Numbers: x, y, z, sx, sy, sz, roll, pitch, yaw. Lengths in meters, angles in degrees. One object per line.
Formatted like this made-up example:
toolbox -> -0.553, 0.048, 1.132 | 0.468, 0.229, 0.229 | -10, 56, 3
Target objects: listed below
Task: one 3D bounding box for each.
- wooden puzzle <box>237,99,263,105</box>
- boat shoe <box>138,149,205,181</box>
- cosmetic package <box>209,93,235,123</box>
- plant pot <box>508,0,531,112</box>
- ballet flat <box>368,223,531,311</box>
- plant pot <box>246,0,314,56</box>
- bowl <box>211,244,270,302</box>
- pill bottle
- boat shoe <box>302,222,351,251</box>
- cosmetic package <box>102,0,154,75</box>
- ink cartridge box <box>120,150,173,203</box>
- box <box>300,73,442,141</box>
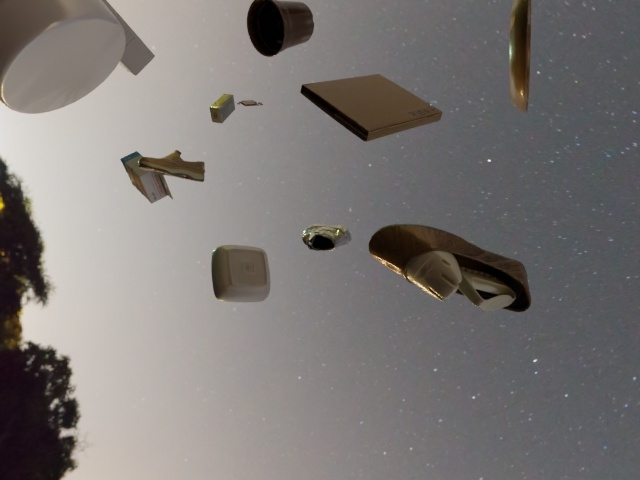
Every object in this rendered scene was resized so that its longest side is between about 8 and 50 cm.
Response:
wooden puzzle -> -0.231, -0.446, 1.387 | 0.049, 0.083, 0.006 | 41, -45, 43
boat shoe -> -0.394, -0.208, 1.146 | 0.068, 0.190, 0.072 | 12, -86, 35
cosmetic package -> -0.351, -0.475, 1.538 | 0.041, 0.115, 0.060 | 11, -46, 12
plant pot -> 0.388, -0.368, 0.830 | 0.032, 0.236, 0.236 | 3, -85, 27
ballet flat -> 0.251, 0.064, 0.776 | 0.116, 0.343, 0.124 | -57, -154, 33
plant pot -> -0.118, -0.686, 1.366 | 0.167, 0.165, 0.166 | 23, -51, 32
bowl -> -0.181, 0.072, 1.013 | 0.053, 0.142, 0.142 | -39, -127, 48
pill bottle -> -0.261, -0.218, 0.298 | 0.245, 0.136, 0.136 | 50, -46, -7
boat shoe -> 0.000, 0.000, 1.061 | 0.184, 0.063, 0.066 | 8, -58, 52
cosmetic package -> -0.545, -0.542, 1.080 | 0.085, 0.231, 0.117 | -49, -125, -4
ink cartridge box -> -0.532, -0.187, 1.309 | 0.180, 0.060, 0.104 | 36, -32, 35
box -> 0.092, -0.239, 0.745 | 0.164, 0.201, 0.021 | 43, -42, 28
